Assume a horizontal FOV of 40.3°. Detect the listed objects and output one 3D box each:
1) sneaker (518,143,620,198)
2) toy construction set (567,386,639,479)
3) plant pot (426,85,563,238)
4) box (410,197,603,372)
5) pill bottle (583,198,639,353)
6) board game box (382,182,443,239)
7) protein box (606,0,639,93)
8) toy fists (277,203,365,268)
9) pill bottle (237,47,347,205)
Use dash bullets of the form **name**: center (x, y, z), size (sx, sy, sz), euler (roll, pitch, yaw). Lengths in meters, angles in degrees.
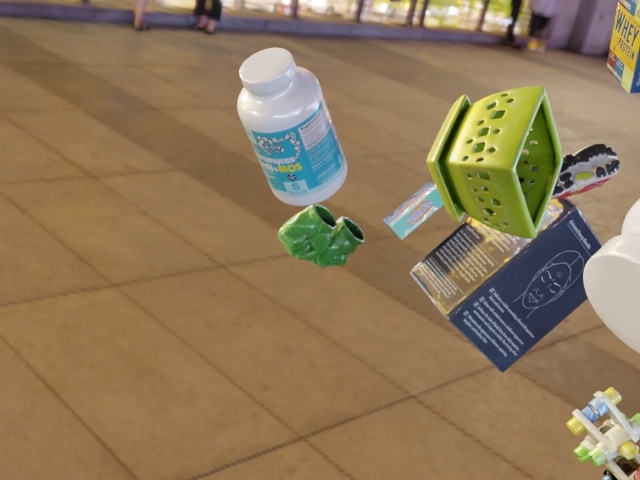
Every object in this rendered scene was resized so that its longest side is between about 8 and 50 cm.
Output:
- **sneaker**: center (0.529, -0.127, 1.941), size (0.278, 0.118, 0.107), euler (-11, 65, -10)
- **toy construction set**: center (0.576, 0.435, 1.563), size (0.151, 0.215, 0.328), euler (-24, 62, 0)
- **plant pot**: center (0.353, -0.163, 1.787), size (0.207, 0.227, 0.228), euler (8, 57, 33)
- **box**: center (0.477, 0.074, 2.147), size (0.293, 0.395, 0.212), euler (44, 7, -39)
- **pill bottle**: center (0.529, -0.013, 1.128), size (0.363, 0.210, 0.210), euler (-36, 42, -19)
- **board game box**: center (0.238, -0.077, 2.190), size (0.047, 0.160, 0.210), euler (50, 1, -5)
- **protein box**: center (0.736, -0.431, 1.833), size (0.201, 0.200, 0.136), euler (-4, 36, -4)
- **toy fists**: center (0.000, 0.000, 2.240), size (0.279, 0.142, 0.096), euler (21, 41, -57)
- **pill bottle**: center (-0.053, -0.195, 1.496), size (0.146, 0.264, 0.146), euler (-11, 45, 12)
